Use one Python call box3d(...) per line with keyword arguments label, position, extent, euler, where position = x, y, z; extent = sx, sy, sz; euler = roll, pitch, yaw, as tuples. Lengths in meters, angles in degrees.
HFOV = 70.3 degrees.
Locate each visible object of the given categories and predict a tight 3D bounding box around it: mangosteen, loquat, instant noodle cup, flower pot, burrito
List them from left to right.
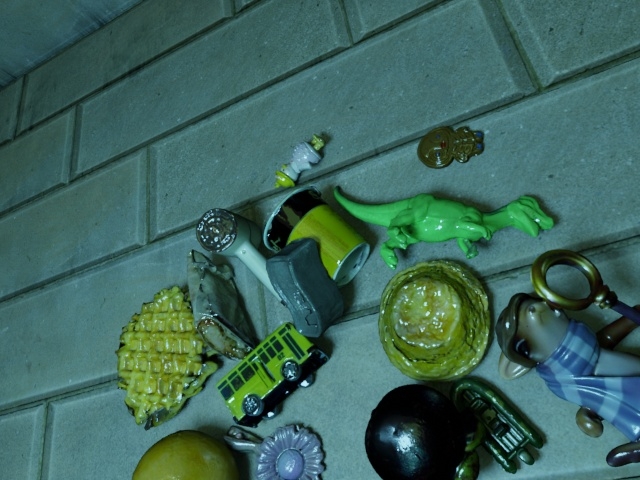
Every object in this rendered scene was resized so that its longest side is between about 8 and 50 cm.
box3d(label="loquat", position=(-0.327, 0.602, 1.104), extent=(0.262, 0.263, 0.263), euler=(-10, 67, 23))
box3d(label="burrito", position=(-0.296, 0.187, 1.295), extent=(0.107, 0.175, 0.348), euler=(-41, 57, 27))
box3d(label="flower pot", position=(-0.036, 0.117, 1.112), extent=(0.103, 0.108, 0.230), euler=(-17, 102, 42))
box3d(label="instant noodle cup", position=(0.000, 0.000, 1.218), extent=(0.236, 0.215, 0.216), euler=(38, 90, 23))
box3d(label="mangosteen", position=(0.212, 0.412, 0.934), extent=(0.242, 0.243, 0.243), euler=(-10, 67, 23))

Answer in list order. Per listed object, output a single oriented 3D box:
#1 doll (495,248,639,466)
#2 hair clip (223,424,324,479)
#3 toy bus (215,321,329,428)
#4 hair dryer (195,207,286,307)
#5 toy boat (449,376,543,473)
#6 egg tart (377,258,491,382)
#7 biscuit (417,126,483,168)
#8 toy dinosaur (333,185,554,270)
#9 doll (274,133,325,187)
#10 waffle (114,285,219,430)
box3d(label="doll", position=(0.505, 0.211, 0.865), extent=(0.339, 0.209, 0.318), euler=(29, 82, 34))
box3d(label="hair clip", position=(-0.133, 0.533, 1.139), extent=(0.300, 0.069, 0.173), euler=(7, 72, 28))
box3d(label="toy bus", position=(-0.120, 0.334, 1.154), extent=(0.262, 0.128, 0.150), euler=(-42, 59, -6))
box3d(label="hair dryer", position=(-0.181, 0.064, 1.300), extent=(0.362, 0.203, 0.128), euler=(45, 93, 13))
box3d(label="toy boat", position=(0.362, 0.382, 0.962), extent=(0.104, 0.052, 0.210), euler=(-47, 59, 6))
box3d(label="egg tart", position=(0.252, 0.178, 1.055), extent=(0.293, 0.123, 0.295), euler=(-9, 69, 24))
box3d(label="biscuit", position=(0.348, -0.257, 1.232), extent=(0.174, 0.026, 0.124), euler=(-5, 69, 25))
box3d(label="toy dinosaur", position=(0.277, -0.108, 1.173), extent=(0.374, 0.144, 0.500), euler=(-25, 42, -8))
box3d(label="doll", position=(-0.067, -0.238, 1.401), extent=(0.207, 0.081, 0.129), euler=(-45, 39, 7))
box3d(label="waffle", position=(-0.473, 0.338, 1.373), extent=(0.382, 0.095, 0.380), euler=(-44, 57, 8))
